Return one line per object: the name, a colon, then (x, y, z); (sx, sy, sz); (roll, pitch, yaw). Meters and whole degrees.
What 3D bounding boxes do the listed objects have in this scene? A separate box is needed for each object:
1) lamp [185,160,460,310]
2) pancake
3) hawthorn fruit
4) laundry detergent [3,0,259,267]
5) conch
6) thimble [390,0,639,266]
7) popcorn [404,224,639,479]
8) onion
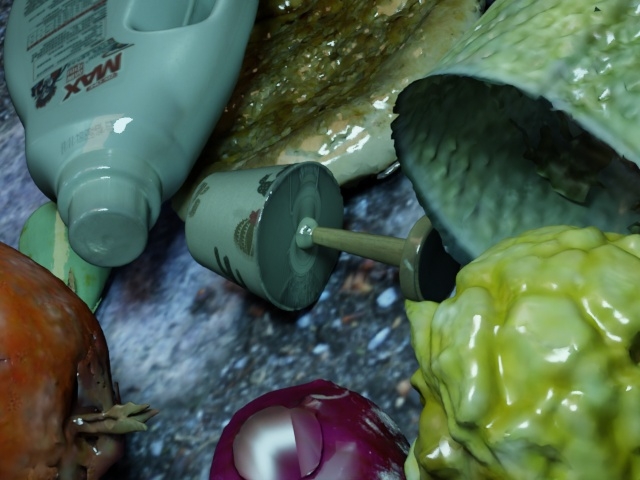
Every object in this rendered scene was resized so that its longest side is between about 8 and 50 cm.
lamp: (0.000, 0.000, 1.475); (0.215, 0.121, 0.121); (13, 57, 33)
pancake: (-0.016, -0.152, 1.689); (0.382, 0.071, 0.382); (-24, 37, 20)
hawthorn fruit: (-0.263, 0.124, 1.440); (0.307, 0.276, 0.276); (10, 54, 25)
laundry detergent: (-0.165, -0.137, 1.648); (0.264, 0.125, 0.398); (-25, 37, 16)
conch: (-0.231, 0.025, 1.667); (0.106, 0.079, 0.170); (-27, 38, 34)
thimble: (0.193, -0.056, 1.260); (0.271, 0.271, 0.150); (17, 57, 47)
popcorn: (0.146, 0.108, 1.139); (0.249, 0.249, 0.225); (-43, 42, -11)
onion: (0.012, 0.166, 1.264); (0.198, 0.135, 0.173); (-14, 44, 23)
